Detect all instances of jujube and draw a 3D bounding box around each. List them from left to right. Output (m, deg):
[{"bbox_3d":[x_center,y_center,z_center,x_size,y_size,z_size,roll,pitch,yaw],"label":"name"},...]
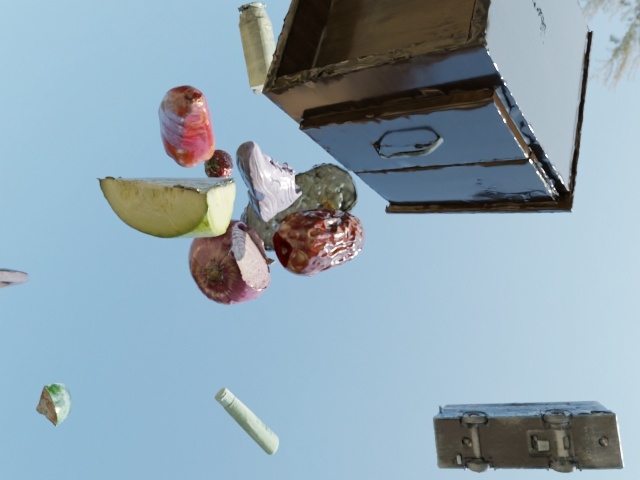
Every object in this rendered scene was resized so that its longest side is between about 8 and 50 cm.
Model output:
[{"bbox_3d":[0.000,0.000,1.256,0.155,0.230,0.155,13,-72,45],"label":"jujube"}]

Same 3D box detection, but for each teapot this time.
[{"bbox_3d":[-0.146,-0.491,1.342,0.077,0.107,0.200,-4,-79,28],"label":"teapot"}]

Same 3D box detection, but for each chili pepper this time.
[{"bbox_3d":[-0.159,-0.136,0.635,0.071,0.272,0.063,32,-103,-8],"label":"chili pepper"}]

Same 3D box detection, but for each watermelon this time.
[{"bbox_3d":[-0.522,0.316,1.035,0.061,0.085,0.085,-15,-117,-9],"label":"watermelon"}]

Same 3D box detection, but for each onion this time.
[{"bbox_3d":[-0.232,0.058,1.291,0.200,0.207,0.200,-19,-142,16],"label":"onion"}]

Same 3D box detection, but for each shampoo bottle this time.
[{"bbox_3d":[-0.172,0.418,1.236,0.041,0.069,0.191,-39,-75,5],"label":"shampoo bottle"}]

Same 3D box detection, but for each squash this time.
[{"bbox_3d":[-0.280,-0.053,0.871,0.252,0.169,0.093,1,-76,5],"label":"squash"}]

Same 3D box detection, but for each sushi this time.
[{"bbox_3d":[-0.057,-0.094,1.536,0.350,0.171,0.211,-32,-87,-6],"label":"sushi"}]

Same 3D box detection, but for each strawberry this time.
[{"bbox_3d":[-0.312,-0.234,1.647,0.106,0.106,0.106,-7,-113,17],"label":"strawberry"}]

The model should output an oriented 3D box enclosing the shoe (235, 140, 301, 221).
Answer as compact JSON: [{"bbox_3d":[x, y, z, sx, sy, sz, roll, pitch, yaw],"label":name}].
[{"bbox_3d":[-0.122,-0.157,1.308,0.137,0.245,0.095,-32,-126,-15],"label":"shoe"}]

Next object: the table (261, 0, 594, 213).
[{"bbox_3d":[0.092,-0.131,0.410,0.169,0.193,0.172,1,-111,39],"label":"table"}]

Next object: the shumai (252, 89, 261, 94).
[{"bbox_3d":[-0.183,-0.538,1.683,0.123,0.139,0.105,-35,-90,39],"label":"shumai"}]

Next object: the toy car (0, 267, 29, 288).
[{"bbox_3d":[-0.267,-0.028,0.188,0.336,0.242,0.226,-23,-99,55],"label":"toy car"}]

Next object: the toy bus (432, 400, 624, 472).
[{"bbox_3d":[0.358,0.344,0.943,0.297,0.131,0.106,-7,-96,18],"label":"toy bus"}]
